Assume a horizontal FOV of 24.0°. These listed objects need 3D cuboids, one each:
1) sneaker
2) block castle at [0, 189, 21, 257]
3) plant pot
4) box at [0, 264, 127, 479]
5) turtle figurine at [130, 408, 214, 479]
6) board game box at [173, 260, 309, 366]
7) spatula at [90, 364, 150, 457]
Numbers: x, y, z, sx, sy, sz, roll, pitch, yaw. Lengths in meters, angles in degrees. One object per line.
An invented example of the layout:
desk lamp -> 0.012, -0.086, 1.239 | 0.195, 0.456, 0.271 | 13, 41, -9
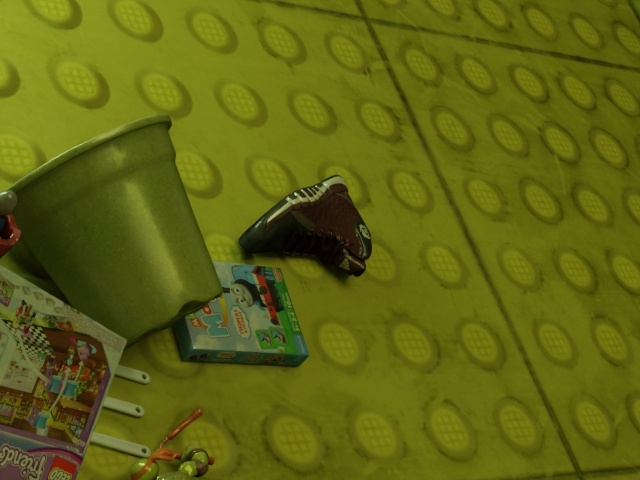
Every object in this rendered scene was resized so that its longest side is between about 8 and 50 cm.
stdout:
sneaker -> 0.000, 0.000, 2.389 | 0.162, 0.106, 0.281 | 53, 38, 5
block castle -> -0.480, 0.085, 1.692 | 0.453, 0.213, 0.303 | 0, 45, -55
plant pot -> -0.267, 0.006, 2.037 | 0.276, 0.276, 0.254 | -25, 85, -51
box -> -0.341, 0.141, 1.570 | 0.293, 0.057, 0.201 | 40, 63, -49
turtle figurine -> -0.165, 0.341, 1.926 | 0.217, 0.087, 0.269 | 45, 42, -1
board game box -> -0.129, 0.106, 2.223 | 0.211, 0.039, 0.160 | 6, 52, -38
spatula -> -0.328, 0.204, 1.972 | 0.242, 0.019, 0.168 | 23, 42, -31
